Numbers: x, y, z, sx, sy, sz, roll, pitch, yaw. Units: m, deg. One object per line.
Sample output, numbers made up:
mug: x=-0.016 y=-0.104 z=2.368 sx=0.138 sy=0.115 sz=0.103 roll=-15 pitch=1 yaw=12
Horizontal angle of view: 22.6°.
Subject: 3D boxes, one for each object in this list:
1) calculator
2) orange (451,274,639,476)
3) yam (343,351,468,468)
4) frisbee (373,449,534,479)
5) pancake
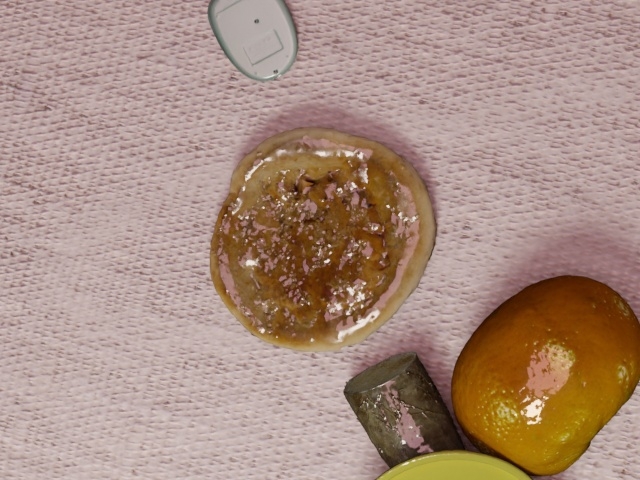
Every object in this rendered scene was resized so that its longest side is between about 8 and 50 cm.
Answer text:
calculator: x=-0.084 y=-0.264 z=1.932 sx=0.095 sy=0.021 sz=0.153 roll=-27 pitch=86 yaw=9
orange: x=0.248 y=0.148 z=1.777 sx=0.237 sy=0.158 sz=0.179 roll=-45 pitch=65 yaw=11
yam: x=0.106 y=0.220 z=1.836 sx=0.107 sy=0.107 sz=0.183 roll=-30 pitch=84 yaw=9
frisbee: x=0.147 y=0.328 z=1.803 sx=0.235 sy=0.017 sz=0.236 roll=0 pitch=120 yaw=0
pancake: x=0.000 y=0.000 z=1.893 sx=0.282 sy=0.049 sz=0.283 roll=0 pitch=90 yaw=13
